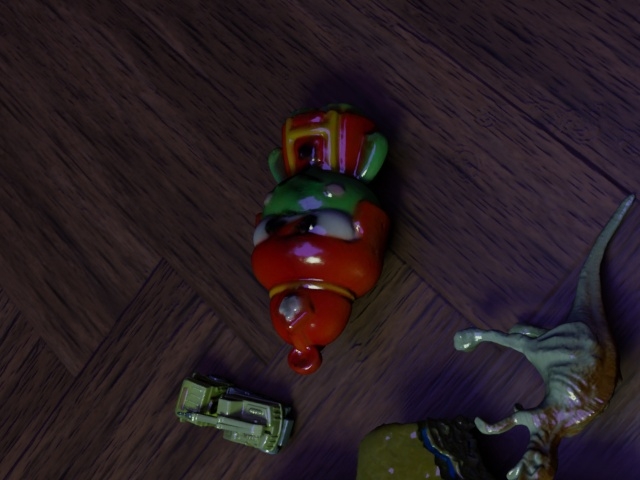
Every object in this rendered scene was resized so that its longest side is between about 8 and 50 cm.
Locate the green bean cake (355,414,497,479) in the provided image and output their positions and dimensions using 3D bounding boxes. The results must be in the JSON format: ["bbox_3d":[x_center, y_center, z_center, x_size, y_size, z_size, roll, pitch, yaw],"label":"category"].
[{"bbox_3d":[0.205,0.342,1.194,0.310,0.202,0.285,-7,68,27],"label":"green bean cake"}]

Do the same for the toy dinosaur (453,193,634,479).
[{"bbox_3d":[0.278,0.114,1.199,0.393,0.092,0.205,-48,33,-19],"label":"toy dinosaur"}]

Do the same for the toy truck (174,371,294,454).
[{"bbox_3d":[-0.125,0.239,1.428,0.169,0.100,0.077,18,91,29],"label":"toy truck"}]

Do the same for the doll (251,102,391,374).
[{"bbox_3d":[0.000,-0.001,1.346,0.183,0.160,0.363,-4,63,26],"label":"doll"}]
